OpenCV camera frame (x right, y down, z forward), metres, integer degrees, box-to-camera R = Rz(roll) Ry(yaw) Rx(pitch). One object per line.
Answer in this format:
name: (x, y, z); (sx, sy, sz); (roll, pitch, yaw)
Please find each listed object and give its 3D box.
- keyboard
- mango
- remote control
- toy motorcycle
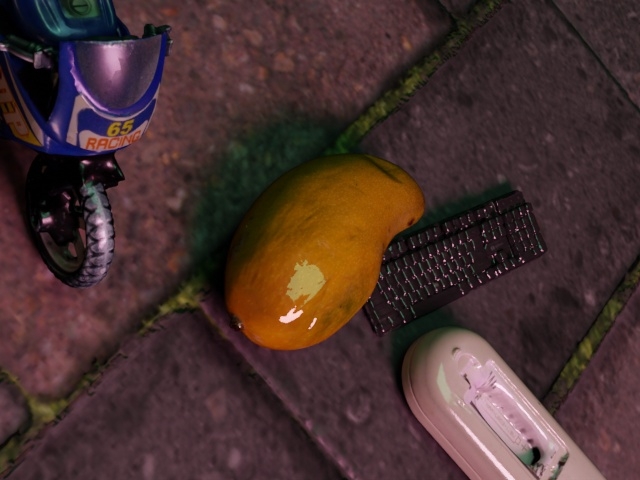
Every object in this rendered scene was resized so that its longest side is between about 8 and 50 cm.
keyboard: (0.099, 0.012, 0.871); (0.196, 0.018, 0.060); (-23, 86, -39)
mango: (0.000, 0.000, 0.768); (0.098, 0.075, 0.190); (46, 52, -3)
remote control: (0.142, 0.150, 0.820); (0.221, 0.042, 0.078); (48, 50, -6)
toy motorcycle: (-0.162, -0.134, 0.659); (0.113, 0.169, 0.315); (-14, 77, -37)
